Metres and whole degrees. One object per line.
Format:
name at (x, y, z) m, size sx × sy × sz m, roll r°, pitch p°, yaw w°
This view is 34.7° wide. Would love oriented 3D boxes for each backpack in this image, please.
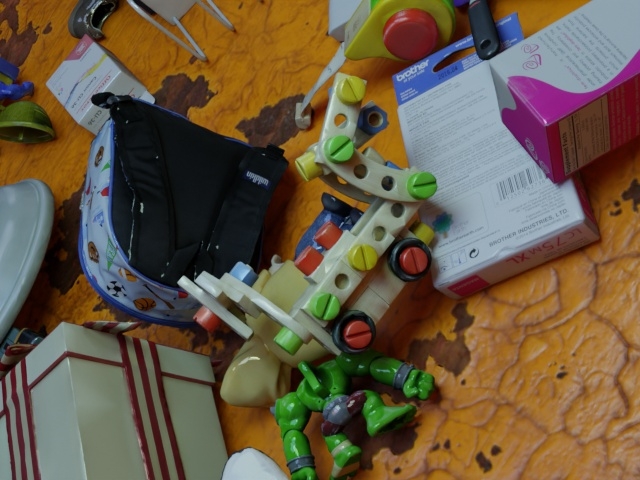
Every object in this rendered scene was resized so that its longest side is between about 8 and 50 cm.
backpack at (-0.198, -0.021, 1.330) m, size 0.213 × 0.276 × 0.263 m, roll -50°, pitch 32°, yaw 43°

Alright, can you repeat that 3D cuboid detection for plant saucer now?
plant saucer at (-0.575, 0.060, 1.622) m, size 0.400 × 0.100 × 0.401 m, roll -34°, pitch 40°, yaw 33°

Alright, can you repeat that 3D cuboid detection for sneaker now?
sneaker at (-0.385, -0.442, 1.831) m, size 0.071 × 0.066 × 0.188 m, roll 15°, pitch 82°, yaw 24°

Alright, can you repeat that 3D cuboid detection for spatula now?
spatula at (0.196, -0.294, 1.266) m, size 0.084 × 0.030 × 0.296 m, roll -30°, pitch 27°, yaw 23°

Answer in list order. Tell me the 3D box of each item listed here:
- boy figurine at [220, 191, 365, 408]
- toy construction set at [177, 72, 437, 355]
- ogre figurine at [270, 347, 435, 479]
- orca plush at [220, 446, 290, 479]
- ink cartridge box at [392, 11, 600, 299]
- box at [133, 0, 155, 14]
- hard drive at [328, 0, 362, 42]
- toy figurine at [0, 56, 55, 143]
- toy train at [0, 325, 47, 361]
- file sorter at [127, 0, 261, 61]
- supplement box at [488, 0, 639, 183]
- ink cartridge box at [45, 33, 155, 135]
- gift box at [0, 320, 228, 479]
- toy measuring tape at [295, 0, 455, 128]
boy figurine at (-0.019, 0.087, 1.248) m, size 0.177 × 0.092 × 0.285 m, roll 28°, pitch 87°, yaw 42°
toy construction set at (0.000, 0.000, 1.129) m, size 0.328 × 0.215 × 0.151 m, roll -48°, pitch 12°, yaw 4°
ogre figurine at (0.026, 0.189, 1.160) m, size 0.197 × 0.097 × 0.118 m, roll -51°, pitch 58°, yaw 20°
orca plush at (-0.022, 0.362, 1.093) m, size 0.151 × 0.102 × 0.287 m, roll -38°, pitch 63°, yaw -12°
ink cartridge box at (0.195, -0.104, 1.199) m, size 0.185 × 0.065 × 0.311 m, roll -26°, pitch 56°, yaw 25°
box at (-0.350, -0.635, 1.734) m, size 0.212 × 0.293 × 0.395 m, roll -37°, pitch 50°, yaw 18°
hard drive at (0.100, -0.457, 1.447) m, size 0.210 × 0.040 × 0.319 m, roll -22°, pitch 56°, yaw 40°
toy figurine at (-0.619, -0.281, 1.843) m, size 0.362 × 0.191 × 0.217 m, roll -6°, pitch 60°, yaw 34°
toy train at (-0.436, 0.279, 1.451) m, size 0.190 × 0.142 × 0.334 m, roll 18°, pitch 81°, yaw 54°
file sorter at (-0.170, -0.448, 1.572) m, size 0.278 × 0.193 × 0.173 m, roll -46°, pitch 51°, yaw 10°
supplement box at (0.303, -0.177, 1.073) m, size 0.220 × 0.114 × 0.111 m, roll -29°, pitch 55°, yaw -2°
ink cartridge box at (-0.367, -0.248, 1.702) m, size 0.115 × 0.067 × 0.198 m, roll -51°, pitch 48°, yaw 5°
gift box at (-0.248, 0.245, 1.241) m, size 0.276 × 0.255 × 0.258 m, roll -38°, pitch 51°, yaw 24°
toy measuring tape at (0.085, -0.248, 1.334) m, size 0.330 × 0.121 × 0.121 m, roll -51°, pitch 41°, yaw 42°
